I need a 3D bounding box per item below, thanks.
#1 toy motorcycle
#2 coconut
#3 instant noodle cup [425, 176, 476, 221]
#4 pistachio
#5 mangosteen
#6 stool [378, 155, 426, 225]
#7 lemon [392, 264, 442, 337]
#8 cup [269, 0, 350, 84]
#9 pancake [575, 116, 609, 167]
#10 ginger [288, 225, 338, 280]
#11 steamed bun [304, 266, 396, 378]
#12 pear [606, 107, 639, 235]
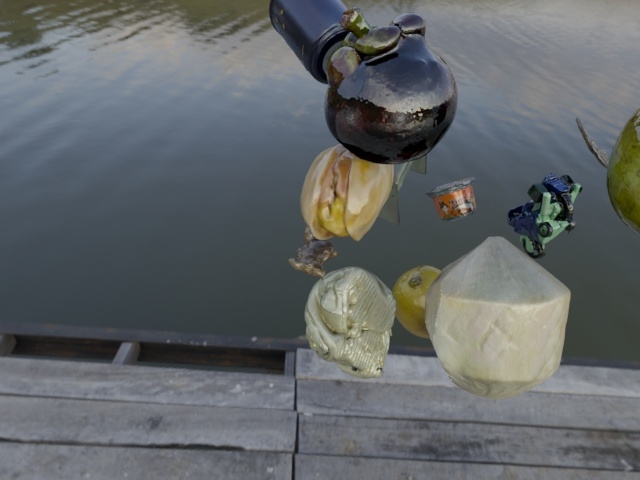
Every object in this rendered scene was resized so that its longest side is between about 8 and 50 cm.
[{"bbox_3d":[0.721,-0.082,1.481,0.125,0.331,0.196,-17,57,-9],"label":"toy motorcycle"},{"bbox_3d":[0.452,0.189,1.199,0.346,0.414,0.415,0,34,-1],"label":"coconut"},{"bbox_3d":[0.481,-0.142,1.614,0.178,0.125,0.208,-18,6,1],"label":"instant noodle cup"},{"bbox_3d":[0.076,-0.136,1.161,0.230,0.229,0.308,14,57,9],"label":"pistachio"},{"bbox_3d":[0.159,-0.325,0.986,0.297,0.313,0.297,15,14,-4],"label":"mangosteen"},{"bbox_3d":[0.229,-0.232,1.482,0.171,0.269,0.243,21,69,22],"label":"stool"},{"bbox_3d":[0.387,0.224,1.621,0.284,0.260,0.260,21,22,-36],"label":"lemon"},{"bbox_3d":[0.028,-0.526,1.162,0.255,0.178,0.256,6,46,-45],"label":"cup"},{"bbox_3d":[0.851,-0.304,1.400,0.184,0.020,0.190,-28,88,-50],"label":"pancake"},{"bbox_3d":[-0.001,0.001,1.303,0.122,0.084,0.290,14,37,7],"label":"ginger"},{"bbox_3d":[0.069,0.265,1.461,0.347,0.393,0.238,-23,19,-40],"label":"steamed bun"},{"bbox_3d":[0.736,-0.140,0.926,0.253,0.306,0.253,-13,16,4],"label":"pear"}]
